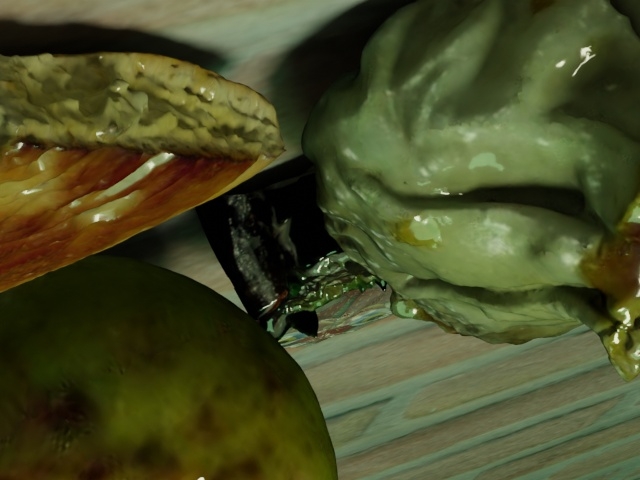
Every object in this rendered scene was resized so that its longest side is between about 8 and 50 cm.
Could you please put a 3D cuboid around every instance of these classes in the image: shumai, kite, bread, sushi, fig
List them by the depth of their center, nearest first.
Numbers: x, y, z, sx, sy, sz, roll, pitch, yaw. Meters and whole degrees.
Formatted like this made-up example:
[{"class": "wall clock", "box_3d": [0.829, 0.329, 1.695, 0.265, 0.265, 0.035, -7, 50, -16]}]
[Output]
[{"class": "bread", "box_3d": [-0.073, -0.028, 0.611, 0.136, 0.054, 0.154, -13, 166, -27]}, {"class": "shumai", "box_3d": [0.100, -0.013, 0.688, 0.184, 0.142, 0.184, -25, 143, -20]}, {"class": "fig", "box_3d": [-0.093, 0.096, 0.755, 0.181, 0.181, 0.191, -16, -170, -23]}, {"class": "sushi", "box_3d": [0.000, 0.000, 0.793, 0.083, 0.056, 0.084, -30, 162, -5]}, {"class": "kite", "box_3d": [0.040, 0.008, 0.939, 0.127, 0.016, 0.229, -17, 165, -30]}]
